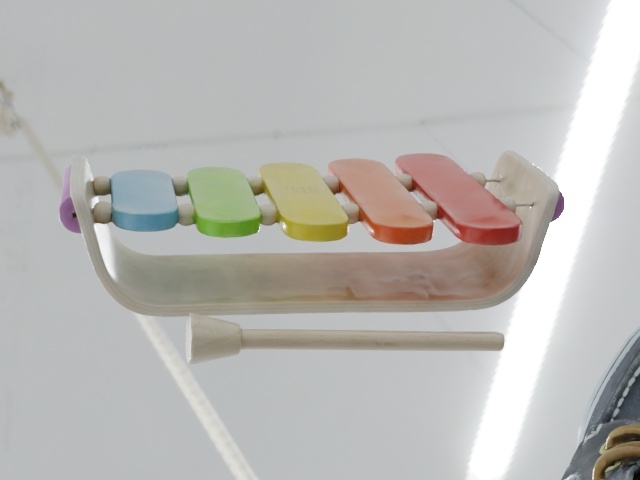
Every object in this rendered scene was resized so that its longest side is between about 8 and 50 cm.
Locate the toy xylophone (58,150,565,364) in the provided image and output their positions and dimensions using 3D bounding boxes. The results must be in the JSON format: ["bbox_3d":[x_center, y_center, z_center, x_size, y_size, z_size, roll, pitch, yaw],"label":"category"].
[{"bbox_3d":[0.000,0.000,0.908,0.322,0.236,0.081,-3,-74,-17],"label":"toy xylophone"}]

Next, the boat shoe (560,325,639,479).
[{"bbox_3d":[0.085,0.068,0.344,0.083,0.065,0.183,82,-155,-47],"label":"boat shoe"}]
